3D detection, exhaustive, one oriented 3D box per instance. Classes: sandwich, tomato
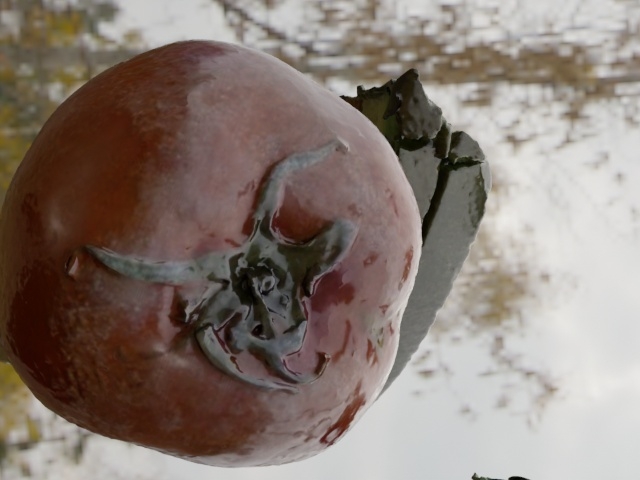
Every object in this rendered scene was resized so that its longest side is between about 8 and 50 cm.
[{"bbox_3d":[0.001,0.013,1.211,0.212,0.109,0.292,26,-80,55],"label":"sandwich"},{"bbox_3d":[-0.063,0.005,0.910,0.188,0.232,0.232,10,-76,62],"label":"tomato"}]

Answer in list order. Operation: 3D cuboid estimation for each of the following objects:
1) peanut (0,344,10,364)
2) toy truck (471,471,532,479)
[{"bbox_3d":[-0.287,0.041,1.360,0.130,0.290,0.130,7,90,-68],"label":"peanut"},{"bbox_3d":[0.085,0.188,1.031,0.175,0.081,0.067,81,29,-59],"label":"toy truck"}]
